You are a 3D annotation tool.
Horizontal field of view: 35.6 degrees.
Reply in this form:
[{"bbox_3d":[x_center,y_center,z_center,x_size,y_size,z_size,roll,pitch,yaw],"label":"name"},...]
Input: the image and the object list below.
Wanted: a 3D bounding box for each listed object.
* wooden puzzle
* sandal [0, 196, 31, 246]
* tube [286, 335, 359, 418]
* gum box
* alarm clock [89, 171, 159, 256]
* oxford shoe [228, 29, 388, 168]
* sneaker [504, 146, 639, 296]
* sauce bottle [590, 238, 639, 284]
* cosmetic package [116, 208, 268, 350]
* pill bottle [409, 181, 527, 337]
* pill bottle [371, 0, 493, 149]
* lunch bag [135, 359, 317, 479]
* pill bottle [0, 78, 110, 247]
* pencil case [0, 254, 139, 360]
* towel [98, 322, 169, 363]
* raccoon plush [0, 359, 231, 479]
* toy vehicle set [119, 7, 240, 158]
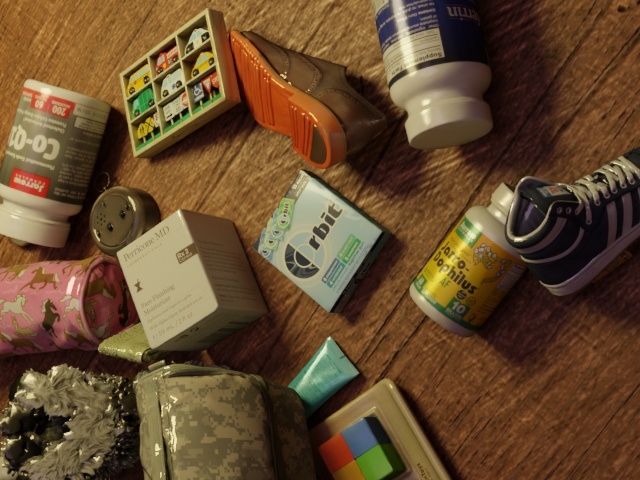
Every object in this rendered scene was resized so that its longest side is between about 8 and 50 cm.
[{"bbox_3d":[0.049,0.429,1.504,0.348,0.080,0.322,-39,68,21],"label":"wooden puzzle"},{"bbox_3d":[-0.617,-0.048,1.954,0.180,0.049,0.072,39,104,27],"label":"sandal"},{"bbox_3d":[-0.031,0.253,1.590,0.207,0.052,0.080,-47,67,13],"label":"tube"},{"bbox_3d":[0.000,0.000,1.599,0.184,0.041,0.157,38,104,26],"label":"gum box"},{"bbox_3d":[-0.367,-0.048,1.807,0.129,0.064,0.192,-42,63,20],"label":"alarm clock"},{"bbox_3d":[-0.032,-0.244,1.617,0.363,0.133,0.130,48,152,37],"label":"oxford shoe"},{"bbox_3d":[0.365,-0.066,1.307,0.282,0.153,0.099,-48,31,7],"label":"sneaker"},{"bbox_3d":[0.405,0.012,1.364,0.128,0.042,0.042,-40,67,22],"label":"sauce bottle"},{"bbox_3d":[-0.211,0.069,1.649,0.151,0.151,0.183,-33,70,22],"label":"cosmetic package"},{"bbox_3d":[0.231,0.025,1.419,0.117,0.117,0.208,44,106,26],"label":"pill bottle"},{"bbox_3d":[0.167,-0.278,1.468,0.153,0.153,0.264,-16,78,28],"label":"pill bottle"},{"bbox_3d":[-0.151,0.342,1.437,0.213,0.256,0.305,-28,56,27],"label":"lunch bag"},{"bbox_3d":[-0.500,-0.139,1.832,0.161,0.161,0.283,18,94,30],"label":"pill bottle"},{"bbox_3d":[-0.515,0.130,1.816,0.386,0.167,0.160,-10,51,29],"label":"pencil case"},{"bbox_3d":[-0.295,0.169,1.693,0.110,0.148,0.027,8,108,29],"label":"towel"},{"bbox_3d":[-0.355,0.357,1.732,0.446,0.299,0.216,-2,66,-2],"label":"raccoon plush"},{"bbox_3d":[-0.250,-0.267,1.736,0.267,0.035,0.166,-25,73,41],"label":"toy vehicle set"}]
